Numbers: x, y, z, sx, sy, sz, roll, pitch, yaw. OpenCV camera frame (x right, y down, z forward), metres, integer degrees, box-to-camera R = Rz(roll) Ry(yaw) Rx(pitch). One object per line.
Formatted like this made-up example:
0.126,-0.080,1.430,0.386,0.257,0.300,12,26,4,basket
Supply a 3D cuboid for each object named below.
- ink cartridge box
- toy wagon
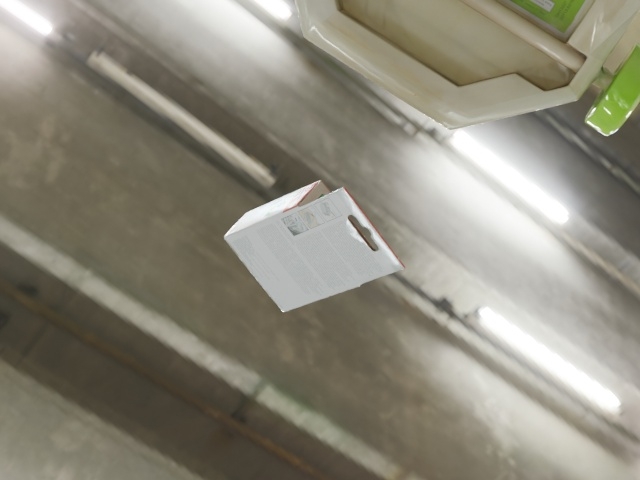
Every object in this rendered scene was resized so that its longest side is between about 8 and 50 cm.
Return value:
0.000,0.000,0.710,0.063,0.115,0.029,52,-131,-15,ink cartridge box
0.129,-0.237,0.700,0.267,0.344,0.068,33,-166,2,toy wagon
